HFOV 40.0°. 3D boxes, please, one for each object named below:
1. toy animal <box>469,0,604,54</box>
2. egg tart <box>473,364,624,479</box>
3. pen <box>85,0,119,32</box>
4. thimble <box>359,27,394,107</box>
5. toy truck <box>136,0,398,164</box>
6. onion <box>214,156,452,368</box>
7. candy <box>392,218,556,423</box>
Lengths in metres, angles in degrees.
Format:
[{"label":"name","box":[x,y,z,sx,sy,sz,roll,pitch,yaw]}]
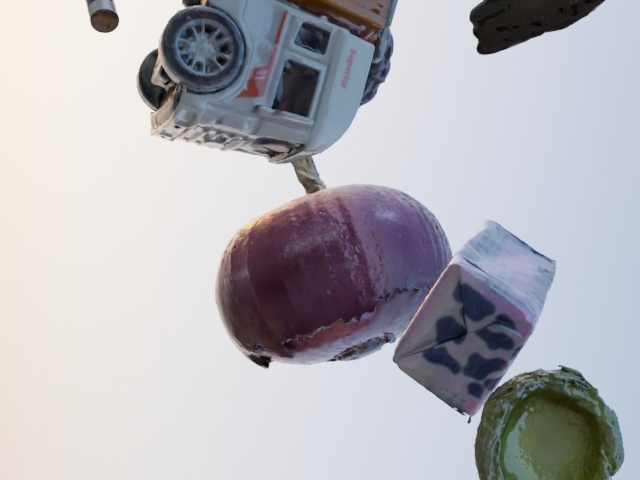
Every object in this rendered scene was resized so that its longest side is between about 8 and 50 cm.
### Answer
[{"label":"toy animal","box":[0.176,-0.200,0.446,0.197,0.160,0.273,27,-63,19]},{"label":"egg tart","box":[0.275,0.255,1.101,0.078,0.197,0.197,130,-51,-78]},{"label":"pen","box":[-0.206,-0.263,0.775,0.025,0.025,0.204,-59,-138,49]},{"label":"thimble","box":[0.003,-0.218,0.989,0.098,0.150,0.150,52,-41,47]},{"label":"toy truck","box":[-0.022,-0.259,0.809,0.173,0.206,0.388,-178,-75,-71]},{"label":"onion","box":[0.006,0.035,1.297,0.345,0.358,0.358,58,-28,-8]},{"label":"candy","box":[0.112,0.051,0.619,0.073,0.160,0.092,34,-69,9]}]
